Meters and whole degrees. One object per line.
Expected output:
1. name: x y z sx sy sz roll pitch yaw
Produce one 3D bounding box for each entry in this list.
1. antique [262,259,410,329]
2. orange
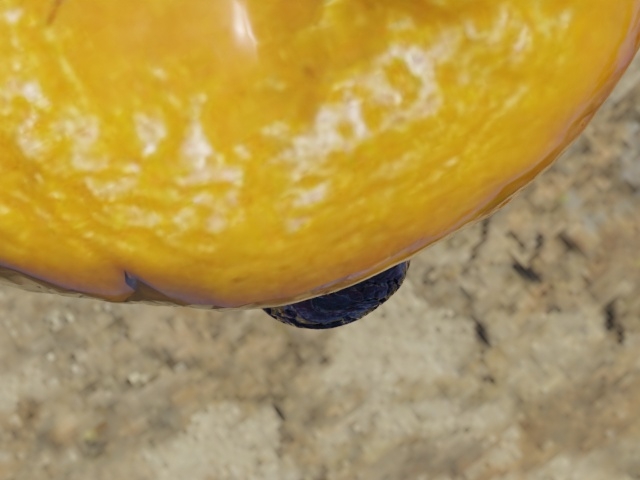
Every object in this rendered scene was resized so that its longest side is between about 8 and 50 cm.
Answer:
1. antique: 0.000 0.000 0.974 0.104 0.104 0.104 -25 145 -19
2. orange: -0.034 -0.115 0.413 0.249 0.183 0.249 -6 116 -12
